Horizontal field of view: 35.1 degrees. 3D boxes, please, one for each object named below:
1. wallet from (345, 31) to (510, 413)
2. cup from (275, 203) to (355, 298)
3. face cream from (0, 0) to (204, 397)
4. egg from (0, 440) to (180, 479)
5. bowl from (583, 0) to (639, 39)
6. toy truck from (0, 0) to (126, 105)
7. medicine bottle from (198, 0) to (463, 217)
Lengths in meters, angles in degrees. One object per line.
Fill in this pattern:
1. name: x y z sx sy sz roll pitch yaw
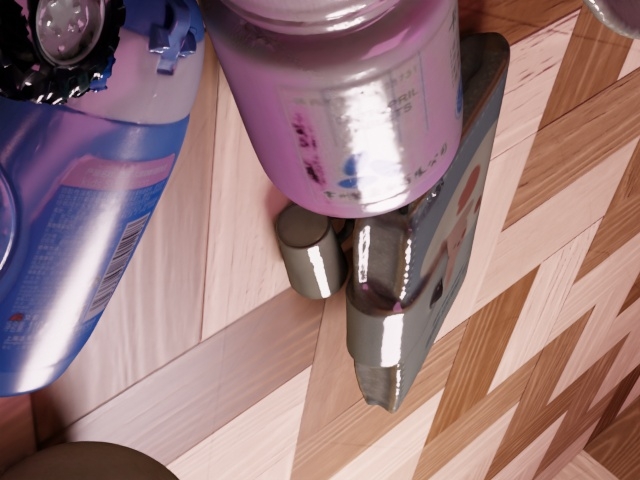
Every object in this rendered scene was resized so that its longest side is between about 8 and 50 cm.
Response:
1. wallet: 0.097 0.003 0.970 0.252 0.083 0.360 -57 160 -31
2. cup: 0.001 0.005 0.878 0.075 0.054 0.083 -22 147 -3
3. face cream: -0.146 -0.035 0.569 0.149 0.083 0.264 -8 132 -58
4. egg: -0.177 0.250 0.776 0.186 0.186 0.253 -44 152 -13
5. bowl: 0.118 -0.325 0.440 0.435 0.196 0.434 -36 139 -40
6. toy truck: -0.110 -0.165 0.387 0.126 0.113 0.208 -24 131 -55
7. medicine bottle: 0.009 -0.133 0.608 0.152 0.152 0.254 -43 154 -14
